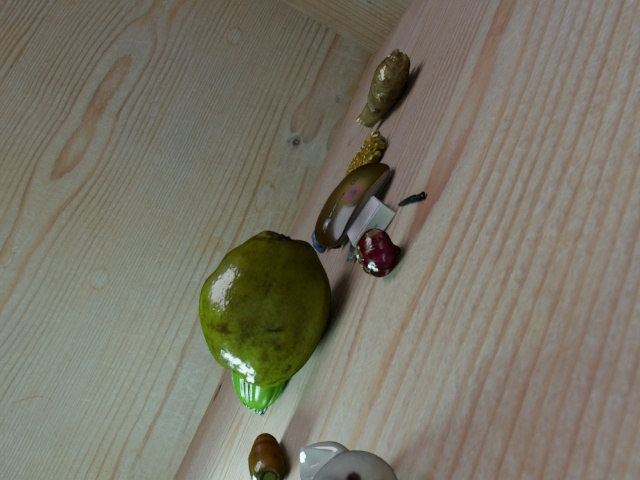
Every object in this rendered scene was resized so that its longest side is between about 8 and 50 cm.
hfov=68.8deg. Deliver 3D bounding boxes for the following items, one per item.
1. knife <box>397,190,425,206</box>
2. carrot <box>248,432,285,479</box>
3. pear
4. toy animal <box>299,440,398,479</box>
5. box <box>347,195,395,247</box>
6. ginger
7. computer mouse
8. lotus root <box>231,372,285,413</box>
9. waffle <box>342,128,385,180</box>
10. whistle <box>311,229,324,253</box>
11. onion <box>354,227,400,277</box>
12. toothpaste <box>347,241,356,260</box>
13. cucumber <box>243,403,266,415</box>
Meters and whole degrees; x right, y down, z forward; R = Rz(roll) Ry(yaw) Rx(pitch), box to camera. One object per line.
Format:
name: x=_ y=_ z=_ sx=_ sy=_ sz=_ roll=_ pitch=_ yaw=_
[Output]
knife: x=0.210 y=-0.095 z=1.096 sx=0.023 sy=0.010 sz=0.170 roll=-65 pitch=8 yaw=-7
carrot: x=-0.128 y=0.502 z=1.084 sx=0.087 sy=0.087 sz=0.193 roll=-64 pitch=10 yaw=-5
pear: x=-0.146 y=0.181 z=1.276 sx=0.352 sy=0.351 sz=0.414 roll=138 pitch=150 yaw=-66
toy animal: x=0.020 y=0.350 z=0.558 sx=0.178 sy=0.127 sz=0.193 roll=133 pitch=159 yaw=-66
box: x=0.130 y=-0.044 z=1.236 sx=0.130 sy=0.051 sz=0.129 roll=-56 pitch=11 yaw=10
ginger: x=0.248 y=-0.612 z=1.869 sx=0.375 sy=0.165 sz=0.237 roll=163 pitch=124 yaw=-70
computer mouse: x=0.089 y=-0.116 z=1.397 sx=0.310 sy=0.072 sz=0.158 roll=-55 pitch=32 yaw=-7
lotus root: x=-0.183 y=0.437 z=1.398 sx=0.186 sy=0.186 sz=0.186 roll=-60 pitch=10 yaw=17
waffle: x=0.157 y=-0.280 z=1.746 sx=0.283 sy=0.065 sz=0.309 roll=-63 pitch=12 yaw=14
whistle: x=0.000 y=0.000 z=1.769 sx=0.158 sy=0.090 sz=0.090 roll=-54 pitch=13 yaw=43
onion: x=0.124 y=0.026 z=1.000 sx=0.107 sy=0.097 sz=0.107 roll=167 pitch=90 yaw=-80
toothpaste: x=0.113 y=-0.027 z=1.372 sx=0.056 sy=0.036 sz=0.205 roll=-36 pitch=29 yaw=42
cucumber: x=-0.195 y=0.492 z=1.523 sx=0.193 sy=0.085 sz=0.115 roll=-54 pitch=9 yaw=13
